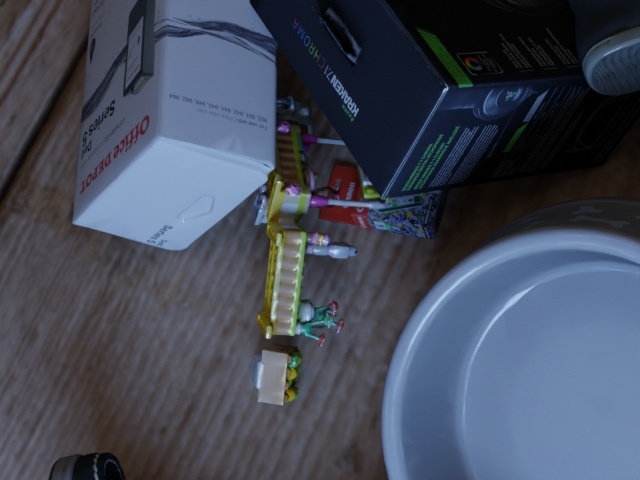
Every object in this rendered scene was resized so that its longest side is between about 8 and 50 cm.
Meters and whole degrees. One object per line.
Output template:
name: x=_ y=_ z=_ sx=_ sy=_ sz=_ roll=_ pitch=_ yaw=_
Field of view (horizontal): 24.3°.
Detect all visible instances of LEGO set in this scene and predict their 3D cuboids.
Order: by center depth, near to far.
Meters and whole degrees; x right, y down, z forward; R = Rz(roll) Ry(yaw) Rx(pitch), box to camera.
LEGO set: x=0.000 y=0.000 z=1.316 sx=0.107 sy=0.132 sz=0.287 roll=3 pitch=67 yaw=-13

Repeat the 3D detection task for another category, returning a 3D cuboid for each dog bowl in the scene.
dog bowl: x=0.202 y=0.141 z=1.111 sx=0.349 sy=0.102 sz=0.348 roll=1 pitch=92 yaw=29

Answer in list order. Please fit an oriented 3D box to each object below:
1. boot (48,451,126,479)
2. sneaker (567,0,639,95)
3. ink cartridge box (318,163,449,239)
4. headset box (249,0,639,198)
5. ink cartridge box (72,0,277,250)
boot: x=-0.045 y=0.308 z=1.162 sx=0.284 sy=0.138 sz=0.377 roll=-22 pitch=66 yaw=5
sneaker: x=0.304 y=-0.203 z=1.177 sx=0.222 sy=0.083 sz=0.118 roll=-15 pitch=56 yaw=7
ink cartridge box: x=0.056 y=-0.042 z=1.363 sx=0.115 sy=0.029 sz=0.062 roll=9 pitch=68 yaw=18
headset box: x=0.110 y=-0.178 z=1.276 sx=0.283 sy=0.131 sz=0.246 roll=-9 pitch=54 yaw=-35
ink cartridge box: x=-0.131 y=-0.156 z=1.364 sx=0.115 sy=0.198 sz=0.272 roll=14 pitch=61 yaw=-27
